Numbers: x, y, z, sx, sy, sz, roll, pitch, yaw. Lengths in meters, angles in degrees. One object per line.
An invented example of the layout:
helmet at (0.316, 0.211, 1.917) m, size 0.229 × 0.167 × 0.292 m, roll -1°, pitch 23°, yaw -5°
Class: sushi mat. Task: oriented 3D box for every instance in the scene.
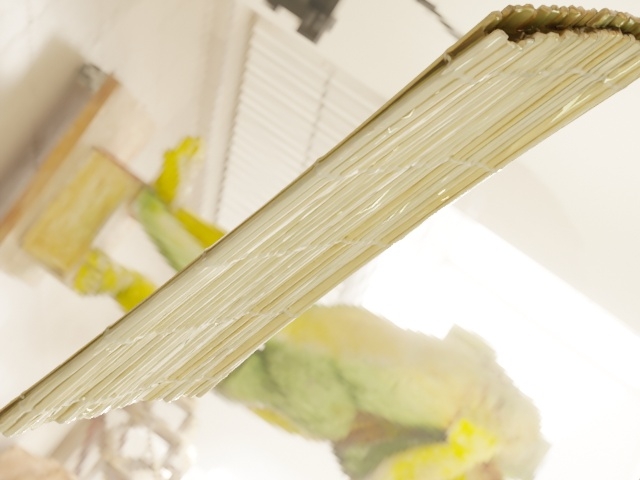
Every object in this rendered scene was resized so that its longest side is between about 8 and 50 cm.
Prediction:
sushi mat at (0.000, 0.000, 0.605) m, size 0.316 × 0.019 × 0.151 m, roll -37°, pitch 162°, yaw 34°

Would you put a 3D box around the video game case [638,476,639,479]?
video game case at (0.415, 0.112, 0.931) m, size 0.300 × 0.329 × 0.036 m, roll -60°, pitch 146°, yaw -9°
